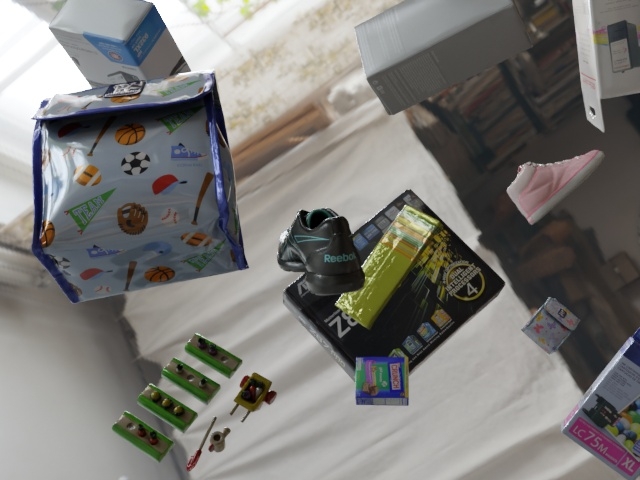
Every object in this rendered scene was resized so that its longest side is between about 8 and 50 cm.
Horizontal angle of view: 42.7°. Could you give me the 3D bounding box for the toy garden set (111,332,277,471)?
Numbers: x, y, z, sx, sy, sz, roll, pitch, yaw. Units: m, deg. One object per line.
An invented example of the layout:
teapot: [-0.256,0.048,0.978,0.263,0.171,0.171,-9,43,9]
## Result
toy garden set: [-0.218,0.293,1.471,0.203,0.244,0.049,28,144,18]

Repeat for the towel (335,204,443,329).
towel: [0.127,0.047,1.520,0.021,0.237,0.102,37,177,-42]

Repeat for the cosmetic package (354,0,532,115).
cosmetic package: [0.180,-0.305,1.224,0.107,0.237,0.127,47,-152,-49]

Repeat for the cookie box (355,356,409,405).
cookie box: [0.125,0.283,1.648,0.040,0.107,0.092,81,-170,-54]

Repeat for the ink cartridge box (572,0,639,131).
ink cartridge box: [0.637,-0.431,1.789,0.207,0.119,0.354,-71,-29,-71]

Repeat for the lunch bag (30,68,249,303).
lunch bag: [-0.316,-0.129,1.415,0.239,0.327,0.386,83,177,-58]

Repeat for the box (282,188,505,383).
box: [0.163,0.118,1.826,0.318,0.395,0.097,46,162,17]

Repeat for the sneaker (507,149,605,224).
sneaker: [0.299,-0.087,1.053,0.070,0.134,0.051,49,174,15]

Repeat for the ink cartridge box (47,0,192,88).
ink cartridge box: [-0.431,-0.403,1.856,0.223,0.129,0.307,16,156,23]

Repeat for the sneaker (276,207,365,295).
sneaker: [0.000,0.000,1.171,0.267,0.101,0.106,-152,54,-70]

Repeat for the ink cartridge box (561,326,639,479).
ink cartridge box: [0.689,0.347,1.771,0.185,0.311,0.065,36,-169,10]

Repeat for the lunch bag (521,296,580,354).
lunch bag: [0.416,0.151,1.472,0.071,0.083,0.053,43,168,11]
